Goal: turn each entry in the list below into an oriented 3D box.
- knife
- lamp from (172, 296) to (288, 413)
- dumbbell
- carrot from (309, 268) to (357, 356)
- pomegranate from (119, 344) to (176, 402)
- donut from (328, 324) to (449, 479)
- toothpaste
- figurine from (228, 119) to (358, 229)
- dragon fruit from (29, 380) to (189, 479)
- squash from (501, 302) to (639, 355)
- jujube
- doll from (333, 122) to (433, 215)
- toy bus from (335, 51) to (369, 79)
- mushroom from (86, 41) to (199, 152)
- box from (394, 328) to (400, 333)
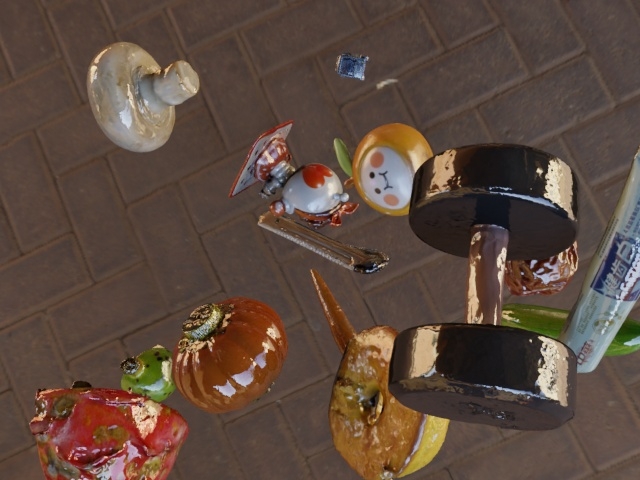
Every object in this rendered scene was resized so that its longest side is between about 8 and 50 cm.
[{"bbox_3d":[-0.001,0.006,1.606,0.365,0.089,0.043,23,126,25],"label":"knife"},{"bbox_3d":[-0.162,0.204,1.187,0.223,0.223,0.197,-38,117,-2],"label":"lamp"},{"bbox_3d":[0.144,0.041,0.574,0.152,0.152,0.218,8,67,7],"label":"dumbbell"},{"bbox_3d":[0.026,0.142,1.276,0.048,0.048,0.216,-28,66,0],"label":"carrot"},{"bbox_3d":[-0.399,0.321,1.566,0.122,0.169,0.143,41,78,7],"label":"pomegranate"},{"bbox_3d":[0.108,0.268,1.088,0.118,0.253,0.254,5,78,-33],"label":"donut"},{"bbox_3d":[0.242,0.033,0.543,0.060,0.038,0.234,20,124,12],"label":"toothpaste"},{"bbox_3d":[-0.032,-0.111,1.360,0.226,0.183,0.160,34,120,7],"label":"figurine"},{"bbox_3d":[-0.286,0.335,0.958,0.134,0.262,0.212,-12,59,27],"label":"dragon fruit"},{"bbox_3d":[0.468,0.171,1.262,0.292,0.082,0.082,4,79,40],"label":"squash"},{"bbox_3d":[0.570,-0.025,1.725,0.216,0.216,0.342,0,92,5],"label":"jujube"},{"bbox_3d":[0.147,-0.159,1.532,0.236,0.213,0.214,-8,78,35],"label":"doll"},{"bbox_3d":[0.066,-0.371,1.395,0.065,0.166,0.047,11,108,0],"label":"toy bus"},{"bbox_3d":[-0.336,-0.284,1.251,0.209,0.206,0.206,-38,79,8],"label":"mushroom"},{"bbox_3d":[0.173,0.287,1.751,0.091,0.126,0.031,-7,124,8],"label":"box"}]
